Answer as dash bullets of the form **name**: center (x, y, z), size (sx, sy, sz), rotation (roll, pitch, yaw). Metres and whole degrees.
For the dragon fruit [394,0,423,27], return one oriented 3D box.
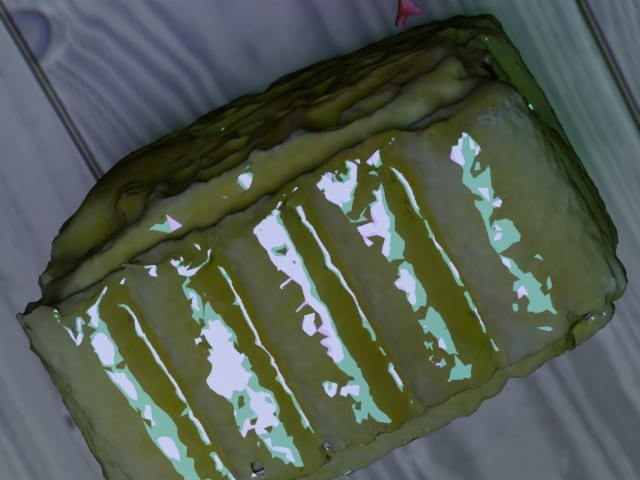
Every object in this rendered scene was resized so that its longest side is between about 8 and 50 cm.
- **dragon fruit**: center (0.042, -0.197, 0.563), size (0.268, 0.205, 0.210), rotation (9, 68, -5)

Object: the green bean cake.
- **green bean cake**: center (0.000, 0.000, 0.604), size (0.229, 0.224, 0.131), rotation (-26, 104, 10)
